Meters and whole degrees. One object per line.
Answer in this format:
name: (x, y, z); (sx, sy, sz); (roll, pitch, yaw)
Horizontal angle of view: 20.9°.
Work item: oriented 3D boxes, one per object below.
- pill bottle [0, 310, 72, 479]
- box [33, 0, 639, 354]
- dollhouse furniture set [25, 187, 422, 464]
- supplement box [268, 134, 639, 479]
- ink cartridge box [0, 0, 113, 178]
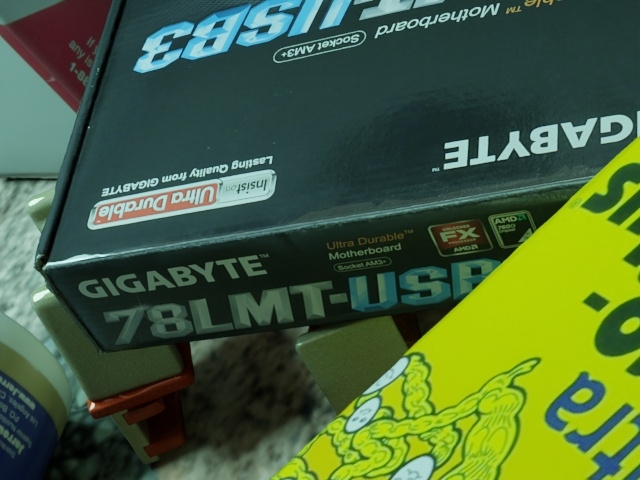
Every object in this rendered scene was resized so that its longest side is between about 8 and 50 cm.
pill bottle: (-0.236, 0.159, 0.844); (0.153, 0.153, 0.265); (-5, 51, 37)
box: (0.045, -0.099, 0.764); (0.295, 0.073, 0.293); (-9, 45, 21)
dollhouse furniture set: (0.000, 0.000, 0.846); (0.259, 0.135, 0.262); (-21, 42, 7)
supplement box: (0.163, 0.078, 0.512); (0.356, 0.195, 0.194); (-43, 25, -4)
ink cartridge box: (-0.149, -0.269, 1.072); (0.160, 0.279, 0.385); (1, 55, 42)
